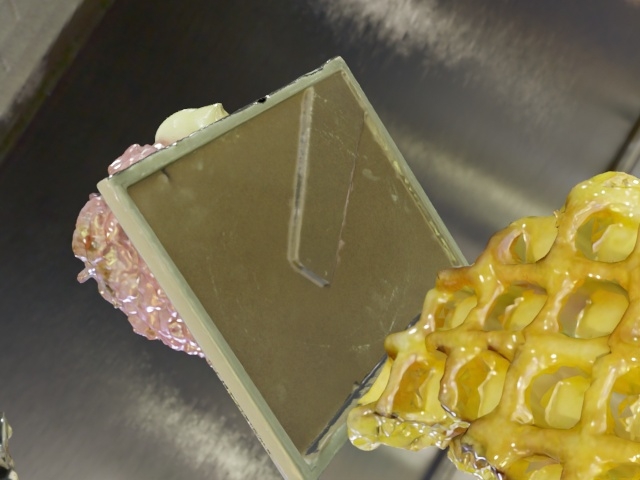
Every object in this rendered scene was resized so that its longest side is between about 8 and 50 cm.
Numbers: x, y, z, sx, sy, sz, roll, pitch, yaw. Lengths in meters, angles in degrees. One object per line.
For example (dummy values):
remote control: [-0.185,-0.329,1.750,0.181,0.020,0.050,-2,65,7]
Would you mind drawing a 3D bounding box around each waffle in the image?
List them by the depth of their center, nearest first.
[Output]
waffle: [0.148,0.125,0.450,0.151,0.324,0.261,27,119,-34]

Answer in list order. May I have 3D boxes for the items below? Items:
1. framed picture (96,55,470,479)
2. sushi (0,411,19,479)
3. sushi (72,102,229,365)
framed picture: [0.000,0.000,0.729,0.022,0.247,0.335,-27,-171,36]
sushi: [-0.478,0.397,1.381,0.100,0.373,0.296,0,154,-22]
sushi: [-0.109,-0.026,0.934,0.270,0.171,0.236,-40,140,-45]
